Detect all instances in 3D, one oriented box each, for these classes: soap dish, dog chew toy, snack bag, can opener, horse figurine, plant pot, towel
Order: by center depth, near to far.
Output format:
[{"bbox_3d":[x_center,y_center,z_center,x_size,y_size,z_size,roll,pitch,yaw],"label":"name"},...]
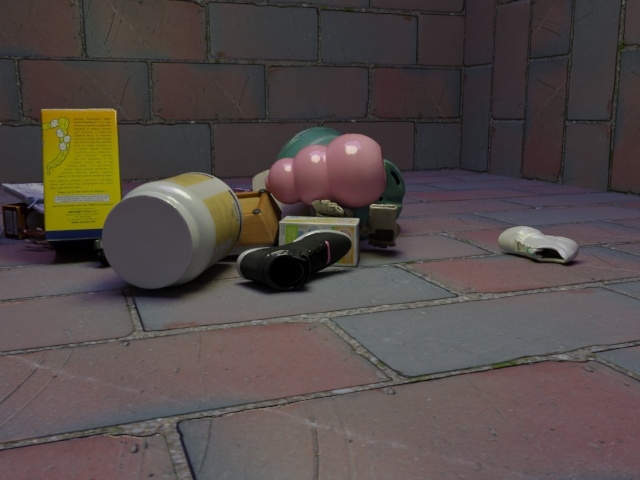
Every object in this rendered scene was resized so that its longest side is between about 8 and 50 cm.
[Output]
[{"bbox_3d":[-0.510,0.029,1.707,0.059,0.073,0.186,-2,-1,33],"label":"can opener"},{"bbox_3d":[-0.262,-0.050,1.789,0.291,0.118,0.229,-4,24,5],"label":"soap dish"},{"bbox_3d":[0.011,-0.178,1.796,0.332,0.206,0.206,-9,10,8],"label":"dog chew toy"},{"bbox_3d":[-0.754,-0.020,1.929,0.174,0.066,0.263,3,6,31],"label":"horse figurine"},{"bbox_3d":[-0.113,-0.122,1.962,0.187,0.282,0.049,-22,-40,18],"label":"towel"},{"bbox_3d":[0.074,-0.170,2.092,0.341,0.341,0.334,-8,22,-33],"label":"plant pot"},{"bbox_3d":[-0.793,-0.127,2.093,0.342,0.037,0.323,24,18,35],"label":"snack bag"}]

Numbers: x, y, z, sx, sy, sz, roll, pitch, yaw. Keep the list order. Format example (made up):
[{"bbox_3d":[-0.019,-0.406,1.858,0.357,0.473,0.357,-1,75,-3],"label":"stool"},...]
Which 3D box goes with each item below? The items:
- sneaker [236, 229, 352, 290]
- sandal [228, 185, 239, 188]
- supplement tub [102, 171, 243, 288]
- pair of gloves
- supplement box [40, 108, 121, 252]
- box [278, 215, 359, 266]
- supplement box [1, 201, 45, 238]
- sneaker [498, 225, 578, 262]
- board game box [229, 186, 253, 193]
[{"bbox_3d":[-0.030,0.050,1.493,0.296,0.104,0.147,-13,17,-27],"label":"sneaker"},{"bbox_3d":[-0.342,-0.109,2.273,0.138,0.126,0.317,9,22,23],"label":"sandal"},{"bbox_3d":[-0.335,-0.027,1.515,0.241,0.241,0.331,2,11,10],"label":"supplement tub"},{"bbox_3d":[0.101,-0.044,1.784,0.240,0.042,0.204,1,-32,11],"label":"pair of gloves"},{"bbox_3d":[-0.649,-0.161,1.788,0.195,0.356,0.194,-3,-10,-15],"label":"supplement box"},{"bbox_3d":[0.000,0.000,1.694,0.203,0.114,0.103,3,12,7],"label":"box"},{"bbox_3d":[-0.914,-0.072,2.093,0.081,0.104,0.188,8,13,30],"label":"supplement box"},{"bbox_3d":[0.561,0.018,1.716,0.212,0.080,0.094,10,27,37],"label":"sneaker"},{"bbox_3d":[-0.318,-0.152,2.038,0.208,0.056,0.347,11,4,-6],"label":"board game box"}]
